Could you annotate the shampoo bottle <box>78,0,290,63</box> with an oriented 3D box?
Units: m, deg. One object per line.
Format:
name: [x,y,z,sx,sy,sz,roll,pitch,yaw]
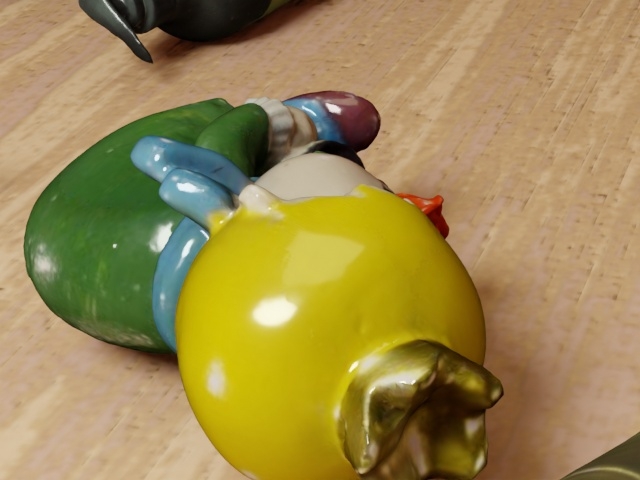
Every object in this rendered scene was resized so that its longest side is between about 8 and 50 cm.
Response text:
shampoo bottle: [-0.060,-0.198,0.996,0.101,0.101,0.284,12,32,30]

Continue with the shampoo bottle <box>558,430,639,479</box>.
shampoo bottle: [0.186,0.062,0.468,0.350,0.084,0.125,-21,29,-27]

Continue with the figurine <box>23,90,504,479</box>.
figurine: [0.005,0.013,0.572,0.185,0.127,0.234,-16,18,-37]
